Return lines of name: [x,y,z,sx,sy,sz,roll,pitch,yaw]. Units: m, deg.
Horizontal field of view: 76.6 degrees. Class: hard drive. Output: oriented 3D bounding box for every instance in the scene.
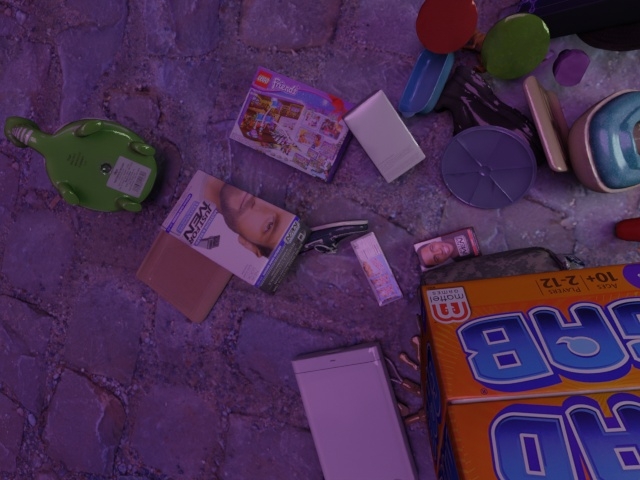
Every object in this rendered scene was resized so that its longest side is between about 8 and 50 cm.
hard drive: [0.081,0.443,1.000,0.233,0.047,0.352,-16,90,21]

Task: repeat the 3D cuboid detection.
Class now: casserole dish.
casserole dish: [0.249,-0.368,0.940,0.037,0.114,0.188,20,96,-29]

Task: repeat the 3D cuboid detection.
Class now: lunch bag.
lunch bag: [0.354,0.133,0.823,0.305,0.256,0.212,-16,78,14]

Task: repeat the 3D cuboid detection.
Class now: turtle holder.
turtle holder: [-0.615,-0.201,1.070,0.227,0.321,0.243,28,123,49]

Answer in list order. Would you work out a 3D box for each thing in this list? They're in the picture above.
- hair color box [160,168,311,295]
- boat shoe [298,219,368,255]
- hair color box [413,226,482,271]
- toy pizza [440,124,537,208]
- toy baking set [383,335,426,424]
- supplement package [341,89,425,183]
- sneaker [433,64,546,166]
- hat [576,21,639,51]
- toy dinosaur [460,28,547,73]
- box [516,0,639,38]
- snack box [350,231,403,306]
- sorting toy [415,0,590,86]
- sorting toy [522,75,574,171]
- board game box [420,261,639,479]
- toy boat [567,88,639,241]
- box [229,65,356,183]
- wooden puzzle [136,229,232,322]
hair color box: [-0.213,-0.028,0.997,0.339,0.110,0.185,26,81,27]
boat shoe: [0.000,0.000,1.009,0.255,0.095,0.079,-11,86,16]
hair color box: [0.298,0.021,0.956,0.141,0.043,0.071,-19,87,15]
toy pizza: [0.367,-0.160,0.896,0.201,0.032,0.201,21,135,23]
toy baking set: [0.228,0.346,0.991,0.256,0.030,0.196,-32,80,13]
supplement package: [0.141,-0.240,0.931,0.105,0.105,0.179,-35,106,13]
sneaker: [0.375,-0.257,0.912,0.130,0.109,0.286,-47,73,21]
hat: [0.681,-0.499,0.774,0.331,0.134,0.331,-23,62,50]
toy dinosaur: [0.389,-0.424,0.914,0.212,0.064,0.112,36,98,11]
box: [0.540,-0.516,0.780,0.261,0.103,0.184,20,100,56]
snack box: [0.140,0.071,1.010,0.064,0.022,0.178,-26,84,13]
sorting toy: [0.384,-0.436,0.862,0.366,0.126,0.127,20,135,0]
sorting toy: [0.472,-0.230,0.836,0.038,0.208,0.192,-20,85,41]
board game box: [0.353,0.289,0.585,0.357,0.356,0.356,-7,45,7]
toy boat: [0.630,-0.138,0.785,0.268,0.148,0.318,-28,100,-22]
box: [-0.065,-0.296,1.040,0.294,0.057,0.200,27,98,13]
wooden puzzle: [-0.373,0.080,1.142,0.239,0.044,0.220,34,99,8]
